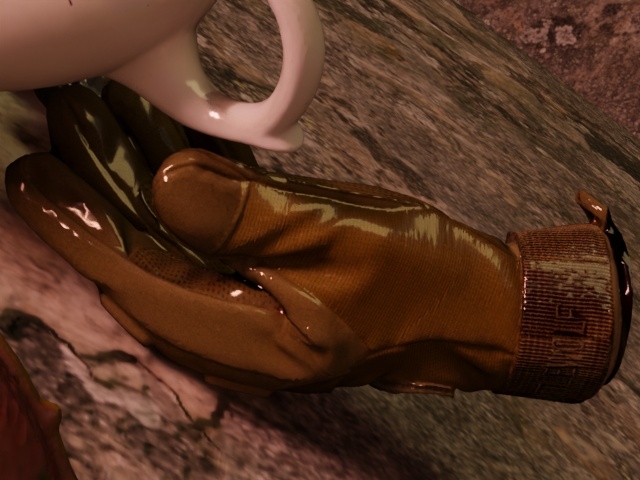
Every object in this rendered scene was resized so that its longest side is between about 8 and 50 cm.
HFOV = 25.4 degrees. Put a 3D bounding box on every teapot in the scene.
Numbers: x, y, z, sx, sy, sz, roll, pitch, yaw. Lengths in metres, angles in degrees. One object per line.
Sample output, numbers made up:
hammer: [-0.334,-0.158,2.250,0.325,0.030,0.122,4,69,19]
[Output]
teapot: [-0.133,-0.126,0.670,0.298,0.139,0.204,15,31,32]

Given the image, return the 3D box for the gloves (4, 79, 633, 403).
gloves: [-0.002,0.015,0.743,0.331,0.141,0.154,13,23,-9]

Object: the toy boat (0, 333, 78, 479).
toy boat: [-0.188,0.032,0.415,0.318,0.099,0.141,32,59,-22]

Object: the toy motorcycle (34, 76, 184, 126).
toy motorcycle: [-0.131,-0.109,0.929,0.152,0.073,0.225,29,20,-33]
